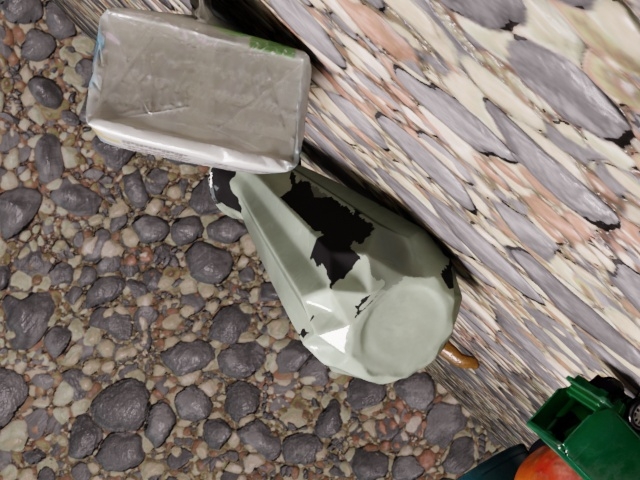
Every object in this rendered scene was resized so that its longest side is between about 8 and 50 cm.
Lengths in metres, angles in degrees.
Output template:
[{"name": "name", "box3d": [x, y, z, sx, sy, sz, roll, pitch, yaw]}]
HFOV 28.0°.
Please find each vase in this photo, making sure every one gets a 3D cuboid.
[{"name": "vase", "box3d": [0.000, 0.000, 1.314, 0.165, 0.165, 0.360, 47, 180, -38]}]

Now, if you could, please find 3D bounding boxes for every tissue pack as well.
[{"name": "tissue pack", "box3d": [-0.094, -0.134, 1.016, 0.159, 0.145, 0.229, 12, -179, -7]}]

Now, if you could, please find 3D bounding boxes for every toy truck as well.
[{"name": "toy truck", "box3d": [0.245, 0.170, 1.015, 0.147, 0.079, 0.065, 43, 177, -21]}]

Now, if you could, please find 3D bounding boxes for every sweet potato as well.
[{"name": "sweet potato", "box3d": [0.161, 0.132, 1.890, 0.179, 0.044, 0.044, 46, 176, -4]}]

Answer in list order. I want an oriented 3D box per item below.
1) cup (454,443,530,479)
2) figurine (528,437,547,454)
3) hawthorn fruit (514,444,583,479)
[{"name": "cup", "box3d": [0.214, 0.435, 1.482, 0.292, 0.242, 0.308, 53, 147, 20]}, {"name": "figurine", "box3d": [0.336, 0.341, 1.610, 0.222, 0.145, 0.145, 67, 171, -14]}, {"name": "hawthorn fruit", "box3d": [0.265, 0.262, 1.227, 0.173, 0.173, 0.173, 44, 177, 3]}]
